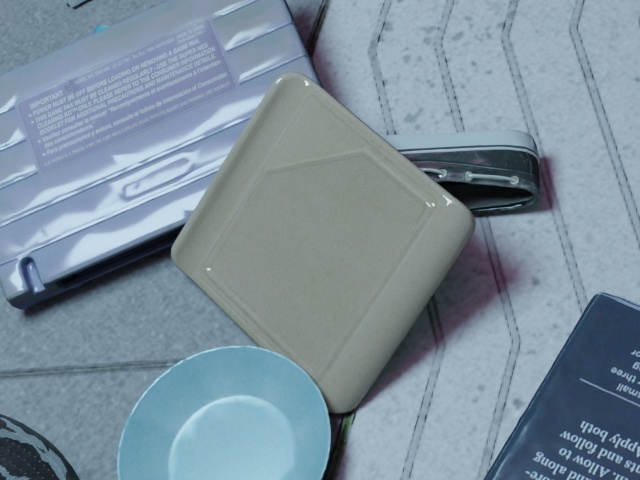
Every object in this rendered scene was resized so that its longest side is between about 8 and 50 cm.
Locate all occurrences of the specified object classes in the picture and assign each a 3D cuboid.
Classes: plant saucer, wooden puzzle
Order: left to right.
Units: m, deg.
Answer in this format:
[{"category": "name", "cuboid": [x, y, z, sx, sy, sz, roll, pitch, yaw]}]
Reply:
[{"category": "plant saucer", "cuboid": [-0.080, 0.186, 1.418, 0.195, 0.037, 0.195, -8, 58, 13]}, {"category": "wooden puzzle", "cuboid": [0.000, 0.000, 1.452, 0.238, 0.044, 0.221, 41, 107, 27]}]

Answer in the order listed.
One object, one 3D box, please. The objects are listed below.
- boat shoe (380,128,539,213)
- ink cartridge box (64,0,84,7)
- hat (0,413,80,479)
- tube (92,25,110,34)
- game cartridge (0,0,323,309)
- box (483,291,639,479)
[{"category": "boat shoe", "cuboid": [0.090, -0.051, 1.481, 0.219, 0.078, 0.070, -8, 57, 11]}, {"category": "ink cartridge box", "cuboid": [-0.223, -0.360, 1.760, 0.190, 0.082, 0.140, -28, 56, -2]}, {"category": "hat", "cuboid": [-0.349, 0.299, 1.379, 0.331, 0.134, 0.331, 1, 62, -2]}, {"category": "tube", "cuboid": [-0.246, -0.117, 1.648, 0.080, 0.052, 0.207, 12, 71, 30]}, {"category": "game cartridge", "cuboid": [-0.170, -0.104, 1.576, 0.355, 0.068, 0.230, -23, 67, 3]}, {"category": "box", "cuboid": [0.203, 0.292, 1.113, 0.212, 0.293, 0.395, 24, 70, 28]}]
